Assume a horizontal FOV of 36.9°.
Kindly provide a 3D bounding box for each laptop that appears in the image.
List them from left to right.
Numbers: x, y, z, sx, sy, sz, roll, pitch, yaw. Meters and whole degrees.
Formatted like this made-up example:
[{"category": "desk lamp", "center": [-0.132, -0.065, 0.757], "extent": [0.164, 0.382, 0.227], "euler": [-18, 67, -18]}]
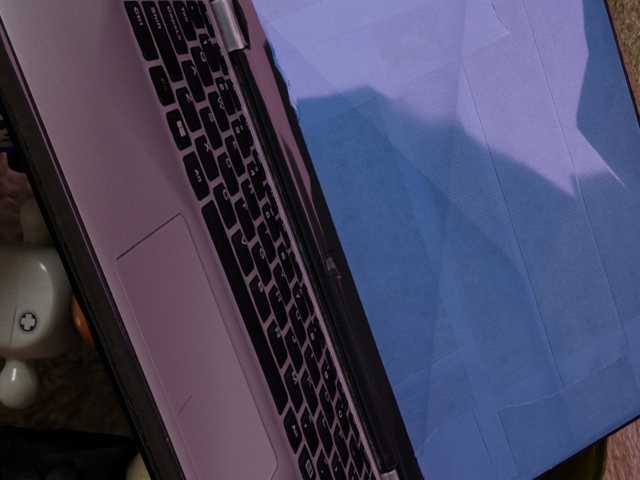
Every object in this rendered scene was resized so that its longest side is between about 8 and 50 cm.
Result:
[{"category": "laptop", "center": [0.079, 0.002, 0.485], "extent": [0.408, 0.236, 0.381], "euler": [-57, 128, -74]}]

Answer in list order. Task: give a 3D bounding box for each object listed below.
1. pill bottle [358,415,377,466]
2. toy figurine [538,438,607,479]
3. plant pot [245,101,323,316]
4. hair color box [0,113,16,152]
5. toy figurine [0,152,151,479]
[{"category": "pill bottle", "center": [0.004, 0.192, 0.731], "extent": [0.180, 0.108, 0.108], "euler": [-28, 91, -59]}, {"category": "toy figurine", "center": [0.087, 0.267, 0.711], "extent": [0.191, 0.217, 0.362], "euler": [7, 76, -16]}, {"category": "plant pot", "center": [0.000, 0.000, 0.759], "extent": [0.236, 0.236, 0.212], "euler": [55, 39, -13]}, {"category": "hair color box", "center": [-0.276, -0.123, 0.376], "extent": [0.339, 0.110, 0.185], "euler": [-11, 72, -39]}, {"category": "toy figurine", "center": [-0.114, 0.040, 0.557], "extent": [0.213, 0.148, 0.209], "euler": [-72, 162, -51]}]
